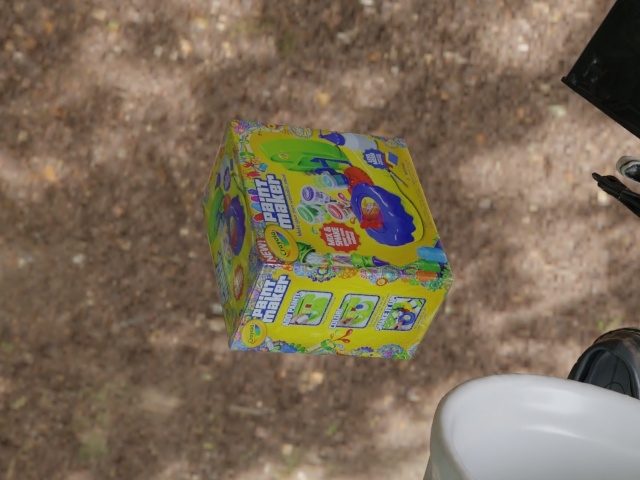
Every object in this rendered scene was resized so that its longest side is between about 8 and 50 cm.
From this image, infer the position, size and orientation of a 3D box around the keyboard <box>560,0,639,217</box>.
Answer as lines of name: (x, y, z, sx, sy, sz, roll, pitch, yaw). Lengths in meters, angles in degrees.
keyboard: (0.363, -0.089, 1.300, 0.033, 0.317, 0.202, 9, 119, -54)

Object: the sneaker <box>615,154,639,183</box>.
sneaker: (0.376, -0.072, 1.515, 0.083, 0.037, 0.032, 10, 109, -3)

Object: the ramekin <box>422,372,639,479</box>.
ramekin: (0.183, 0.213, 0.863, 0.277, 0.277, 0.135, 16, 109, -9)

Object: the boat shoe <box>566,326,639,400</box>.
boat shoe: (0.238, 0.242, 1.197, 0.127, 0.340, 0.113, 20, -177, 29)

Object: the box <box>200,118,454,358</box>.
box: (0.000, 0.000, 1.902, 0.279, 0.290, 0.177, 4, 134, -21)
